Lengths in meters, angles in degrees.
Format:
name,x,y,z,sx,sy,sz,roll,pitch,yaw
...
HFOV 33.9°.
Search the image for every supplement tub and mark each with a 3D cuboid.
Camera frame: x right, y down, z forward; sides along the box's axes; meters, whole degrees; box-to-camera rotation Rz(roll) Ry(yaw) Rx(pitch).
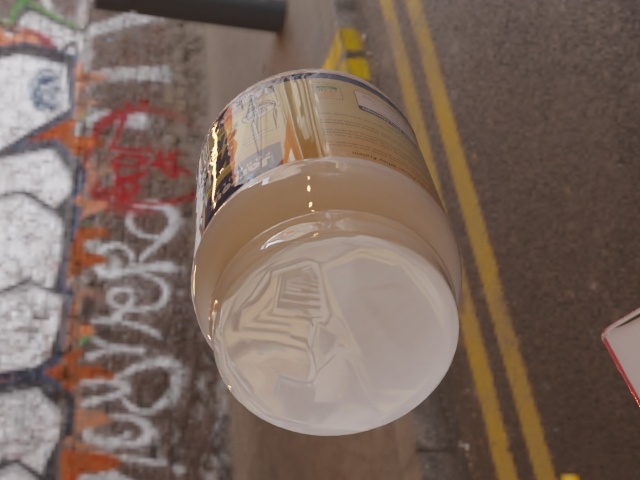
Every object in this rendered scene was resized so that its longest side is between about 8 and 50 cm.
name,x,y,z,sx,sy,sz,roll,pitch,yaw
supplement tub,0.000,0.000,0.943,0.316,0.228,0.228,-100,20,-61

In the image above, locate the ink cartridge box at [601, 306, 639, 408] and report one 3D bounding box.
name,x,y,z,sx,sy,sz,roll,pitch,yaw
ink cartridge box,0.408,0.118,0.886,0.131,0.306,0.226,-42,70,44
